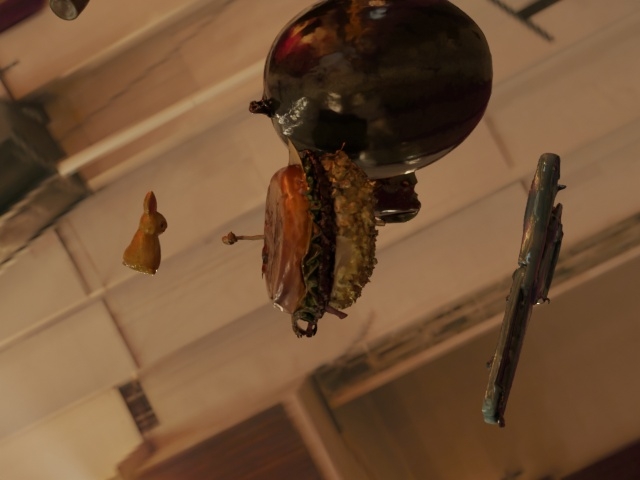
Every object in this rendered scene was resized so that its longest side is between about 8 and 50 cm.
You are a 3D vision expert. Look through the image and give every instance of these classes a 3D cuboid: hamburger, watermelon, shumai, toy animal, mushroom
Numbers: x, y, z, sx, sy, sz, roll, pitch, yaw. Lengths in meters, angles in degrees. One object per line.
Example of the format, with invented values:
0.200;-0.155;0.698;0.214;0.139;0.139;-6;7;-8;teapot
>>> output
0.000;0.000;1.632;0.261;0.139;0.243;109;159;-53;hamburger
0.071;-0.228;1.761;0.279;0.360;0.278;169;90;-87;watermelon
0.068;-0.140;2.144;0.272;0.222;0.203;-160;75;-68;shumai
-0.336;-0.017;2.394;0.070;0.159;0.083;9;-174;-39;toy animal
-0.029;-0.017;2.107;0.028;0.286;0.025;-94;-2;-64;mushroom

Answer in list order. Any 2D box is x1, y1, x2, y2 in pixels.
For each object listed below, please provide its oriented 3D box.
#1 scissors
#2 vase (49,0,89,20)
0.221;0.055;1.317;0.393;0.032;0.180;-64;-27;-46;scissors
-0.393;-0.405;1.967;0.053;0.053;0.100;56;-137;-32;vase
